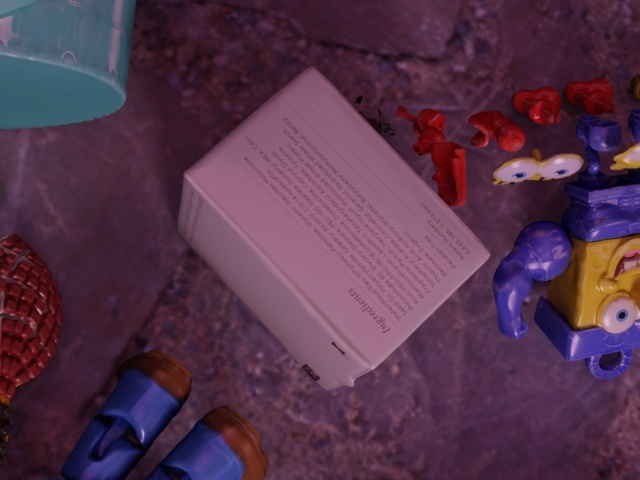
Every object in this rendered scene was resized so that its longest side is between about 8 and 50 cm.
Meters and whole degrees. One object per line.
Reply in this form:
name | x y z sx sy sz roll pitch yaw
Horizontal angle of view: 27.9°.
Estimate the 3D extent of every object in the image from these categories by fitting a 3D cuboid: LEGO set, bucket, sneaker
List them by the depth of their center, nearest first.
bucket | -0.253 -0.188 0.884 0.281 0.281 0.183 0 83 -8
sneaker | -0.256 0.086 0.899 0.093 0.088 0.225 -9 44 30
LEGO set | 0.019 -0.091 1.026 0.083 0.023 0.054 29 74 12

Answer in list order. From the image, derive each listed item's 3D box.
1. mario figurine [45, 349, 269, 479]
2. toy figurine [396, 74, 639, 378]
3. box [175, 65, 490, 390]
mario figurine | -0.190 0.232 0.900 0.320 0.198 0.170 -45 132 -21
toy figurine | 0.243 -0.003 1.007 0.363 0.191 0.217 -9 110 -17
box | 0.000 0.000 0.920 0.119 0.181 0.182 -43 87 -14
